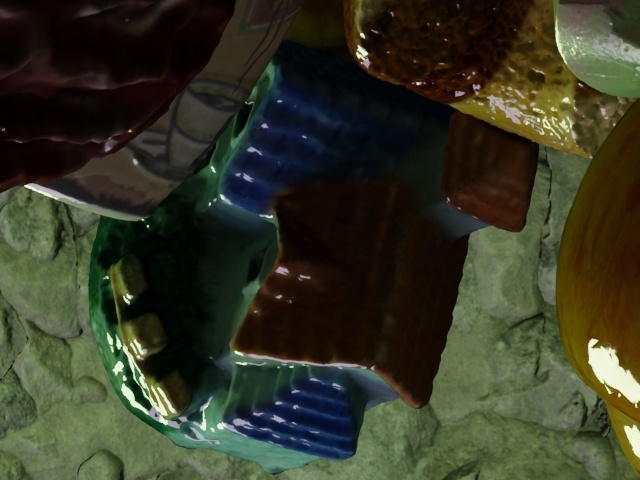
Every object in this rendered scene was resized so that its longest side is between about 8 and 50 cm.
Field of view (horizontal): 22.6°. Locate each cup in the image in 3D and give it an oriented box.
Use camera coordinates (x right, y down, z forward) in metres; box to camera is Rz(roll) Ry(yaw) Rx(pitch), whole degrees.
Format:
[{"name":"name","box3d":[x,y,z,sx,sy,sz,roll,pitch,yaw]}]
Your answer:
[{"name":"cup","box3d":[-0.159,-0.165,1.006,0.301,0.257,0.227,22,-177,-24]}]

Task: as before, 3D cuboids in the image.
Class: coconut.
[{"name":"coconut","box3d":[0.135,-0.096,0.644,0.083,0.082,0.081,29,-144,-26]}]

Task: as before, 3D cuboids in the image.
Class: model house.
[{"name":"model house","box3d":[0.000,0.000,1.174,0.252,0.294,0.329,23,160,-23]}]

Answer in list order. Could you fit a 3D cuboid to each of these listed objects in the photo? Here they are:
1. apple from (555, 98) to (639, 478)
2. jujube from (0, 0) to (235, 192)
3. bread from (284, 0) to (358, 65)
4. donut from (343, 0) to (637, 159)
[{"name":"apple","box3d":[0.247,0.045,0.731,0.302,0.301,0.301,22,-174,-2]},{"name":"jujube","box3d":[-0.177,-0.126,0.605,0.258,0.258,0.377,24,-171,16]},{"name":"bread","box3d":[-0.058,-0.221,1.292,0.294,0.132,0.167,21,-179,-4]},{"name":"donut","box3d":[0.099,-0.134,1.023,0.295,0.112,0.151,19,-177,-35]}]
